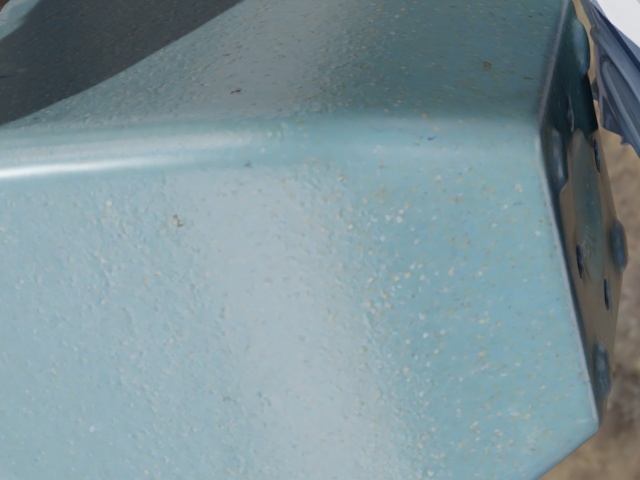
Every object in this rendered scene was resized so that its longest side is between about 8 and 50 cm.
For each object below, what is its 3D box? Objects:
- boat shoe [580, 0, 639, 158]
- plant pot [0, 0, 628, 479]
[{"bbox_3d":[0.160,-0.073,0.826,0.084,0.095,0.258,-47,62,50],"label":"boat shoe"},{"bbox_3d":[0.000,0.000,0.812,0.252,0.248,0.247,-6,120,17],"label":"plant pot"}]
